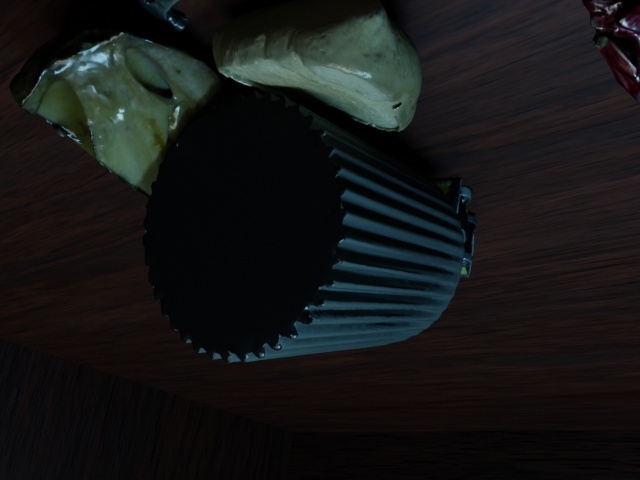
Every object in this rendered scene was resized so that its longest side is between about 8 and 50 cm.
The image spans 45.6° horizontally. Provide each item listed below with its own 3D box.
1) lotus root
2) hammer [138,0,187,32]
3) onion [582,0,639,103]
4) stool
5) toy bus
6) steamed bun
[{"bbox_3d":[-0.220,-0.162,0.927,0.210,0.142,0.314,-30,148,-4],"label":"lotus root"},{"bbox_3d":[-0.112,-0.268,0.764,0.201,0.021,0.078,-12,149,40],"label":"hammer"},{"bbox_3d":[0.355,-0.183,0.626,0.284,0.120,0.227,10,116,6],"label":"onion"},{"bbox_3d":[0.000,0.000,0.954,0.297,0.297,0.330,-8,169,35],"label":"stool"},{"bbox_3d":[0.181,-0.017,1.152,0.101,0.088,0.175,2,153,19],"label":"toy bus"},{"bbox_3d":[0.024,-0.193,0.770,0.231,0.110,0.212,15,179,-21],"label":"steamed bun"}]
